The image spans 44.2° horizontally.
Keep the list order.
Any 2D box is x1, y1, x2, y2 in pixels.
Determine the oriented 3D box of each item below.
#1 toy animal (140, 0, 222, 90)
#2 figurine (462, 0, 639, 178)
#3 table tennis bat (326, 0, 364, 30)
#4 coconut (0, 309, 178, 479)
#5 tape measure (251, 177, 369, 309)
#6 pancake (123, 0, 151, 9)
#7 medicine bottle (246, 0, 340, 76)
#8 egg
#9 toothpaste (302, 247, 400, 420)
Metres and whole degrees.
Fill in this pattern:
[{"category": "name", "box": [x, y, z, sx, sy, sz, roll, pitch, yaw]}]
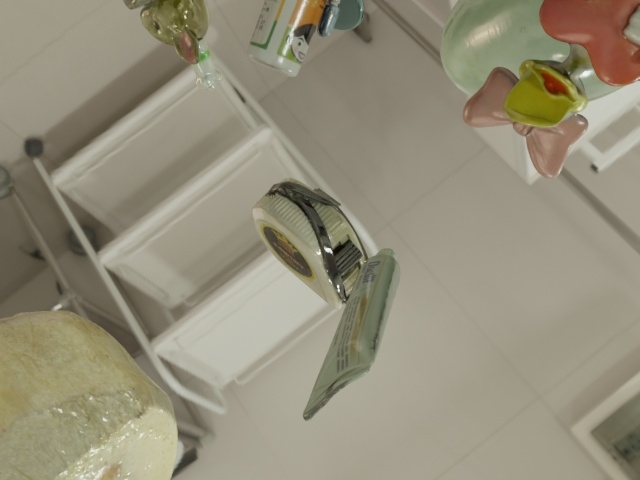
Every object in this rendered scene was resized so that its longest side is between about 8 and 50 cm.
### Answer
[{"category": "toy animal", "box": [-0.304, -0.480, 1.579, 0.181, 0.181, 0.362, -57, 147, -74]}, {"category": "figurine", "box": [0.300, -0.239, 0.820, 0.420, 0.154, 0.193, -56, 172, 34]}, {"category": "table tennis bat", "box": [0.028, -0.463, 1.444, 0.033, 0.124, 0.201, -58, 170, -26]}, {"category": "coconut", "box": [-0.323, 0.219, 0.866, 0.297, 0.255, 0.297, -44, 150, -34]}, {"category": "tape measure", "box": [0.000, 0.000, 1.532, 0.133, 0.271, 0.231, -41, 158, -17]}, {"category": "pancake", "box": [-0.284, -0.502, 1.244, 0.050, 0.294, 0.294, 2, 136, -22]}, {"category": "medicine bottle", "box": [-0.004, -0.286, 0.852, 0.092, 0.061, 0.220, 10, 104, -53]}, {"category": "egg", "box": [0.316, -0.297, 1.091, 0.230, 0.229, 0.371, -19, -172, -33]}, {"category": "toothpaste", "box": [0.036, 0.064, 0.660, 0.067, 0.037, 0.255, -41, -172, 24]}]
